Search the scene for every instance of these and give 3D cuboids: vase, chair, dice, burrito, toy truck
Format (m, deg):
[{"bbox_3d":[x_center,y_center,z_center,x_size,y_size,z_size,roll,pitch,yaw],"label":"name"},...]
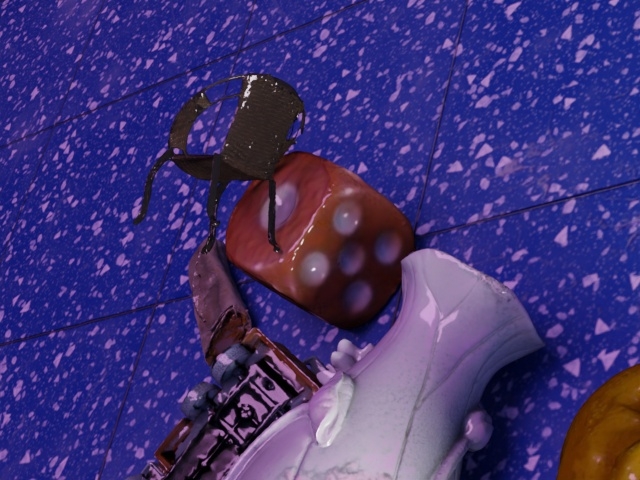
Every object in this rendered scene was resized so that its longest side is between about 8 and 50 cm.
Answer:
[{"bbox_3d":[0.064,0.227,1.573,0.250,0.250,0.445,12,63,52],"label":"vase"},{"bbox_3d":[-0.112,-0.096,1.809,0.149,0.174,0.213,6,77,46],"label":"chair"},{"bbox_3d":[0.000,0.000,1.892,0.174,0.179,0.175,25,83,54],"label":"dice"},{"bbox_3d":[-0.148,0.075,2.085,0.087,0.060,0.226,-44,36,19],"label":"burrito"},{"bbox_3d":[-0.110,0.279,1.766,0.133,0.184,0.338,42,98,26],"label":"toy truck"}]

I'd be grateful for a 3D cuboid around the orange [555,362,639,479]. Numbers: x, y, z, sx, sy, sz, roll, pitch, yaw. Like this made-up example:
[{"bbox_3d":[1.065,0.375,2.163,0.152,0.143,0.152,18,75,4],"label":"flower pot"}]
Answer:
[{"bbox_3d":[0.326,0.223,1.266,0.279,0.235,0.279,-22,44,23],"label":"orange"}]
